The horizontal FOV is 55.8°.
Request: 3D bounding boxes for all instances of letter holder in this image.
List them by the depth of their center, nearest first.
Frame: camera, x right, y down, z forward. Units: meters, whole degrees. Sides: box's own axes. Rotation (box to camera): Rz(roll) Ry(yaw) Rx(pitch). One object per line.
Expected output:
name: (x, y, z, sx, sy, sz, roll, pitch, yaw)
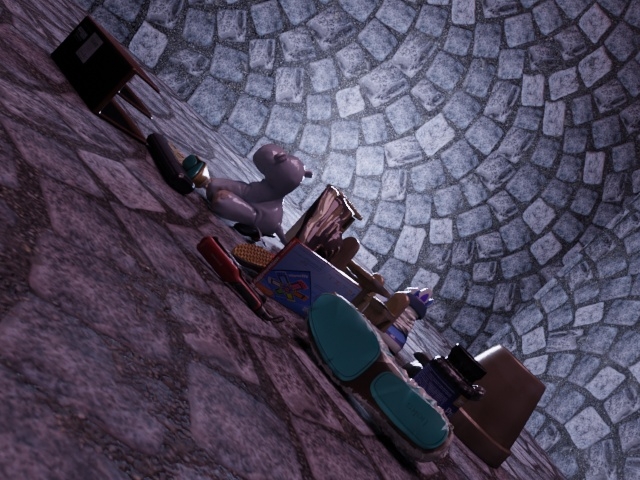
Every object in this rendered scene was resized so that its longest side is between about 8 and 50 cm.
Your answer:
letter holder: (-0.552, -0.429, 1.648, 0.302, 0.152, 0.214, 47, 5, 31)

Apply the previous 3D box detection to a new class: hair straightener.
hair straightener: (-0.154, 0.081, 1.233, 0.230, 0.047, 0.089, 44, 6, 3)

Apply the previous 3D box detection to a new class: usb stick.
usb stick: (-0.401, -0.208, 1.604, 0.077, 0.045, 0.278, 38, 8, -43)

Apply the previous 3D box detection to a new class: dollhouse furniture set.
dollhouse furniture set: (0.094, 0.031, 1.919, 0.394, 0.256, 0.362, 38, -5, 46)

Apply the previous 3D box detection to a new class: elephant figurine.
elephant figurine: (0.287, 0.360, 1.547, 0.239, 0.186, 0.169, 78, -10, -72)

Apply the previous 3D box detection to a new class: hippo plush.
hippo plush: (-0.165, -0.155, 1.691, 0.234, 0.236, 0.294, 18, 21, -45)

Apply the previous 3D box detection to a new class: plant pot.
plant pot: (0.526, 0.481, 1.876, 0.323, 0.280, 0.323, 42, 6, -5)

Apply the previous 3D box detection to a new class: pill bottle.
pill bottle: (0.274, 0.347, 1.402, 0.123, 0.219, 0.123, 44, 6, -6)

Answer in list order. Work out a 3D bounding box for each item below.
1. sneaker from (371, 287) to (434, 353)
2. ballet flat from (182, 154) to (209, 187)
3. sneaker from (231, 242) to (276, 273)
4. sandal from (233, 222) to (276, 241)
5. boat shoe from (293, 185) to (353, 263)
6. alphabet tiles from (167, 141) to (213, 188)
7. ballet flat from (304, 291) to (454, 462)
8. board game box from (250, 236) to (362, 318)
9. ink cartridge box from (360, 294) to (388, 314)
sneaker: (0.297, 0.253, 2.116, 0.130, 0.236, 0.323, 44, 6, 0)
ballet flat: (-0.344, -0.188, 1.710, 0.073, 0.080, 0.232, 53, 2, -26)
sneaker: (-0.130, 0.070, 1.439, 0.186, 0.084, 0.069, 19, 40, -14)
sandal: (-0.196, -0.023, 1.757, 0.067, 0.040, 0.179, 41, 19, 25)
boat shoe: (0.000, 0.000, 1.618, 0.130, 0.355, 0.132, 34, -37, -7)
alphabet tiles: (-0.401, -0.227, 1.915, 0.237, 0.009, 0.198, 44, 6, -7)
ballet flat: (0.102, 0.292, 1.250, 0.409, 0.147, 0.147, 50, 8, 25)
board game box: (-0.025, 0.108, 1.437, 0.281, 0.145, 0.027, 38, 7, -45)
ink cartridge box: (0.166, 0.224, 2.079, 0.061, 0.104, 0.181, 45, 6, 12)
